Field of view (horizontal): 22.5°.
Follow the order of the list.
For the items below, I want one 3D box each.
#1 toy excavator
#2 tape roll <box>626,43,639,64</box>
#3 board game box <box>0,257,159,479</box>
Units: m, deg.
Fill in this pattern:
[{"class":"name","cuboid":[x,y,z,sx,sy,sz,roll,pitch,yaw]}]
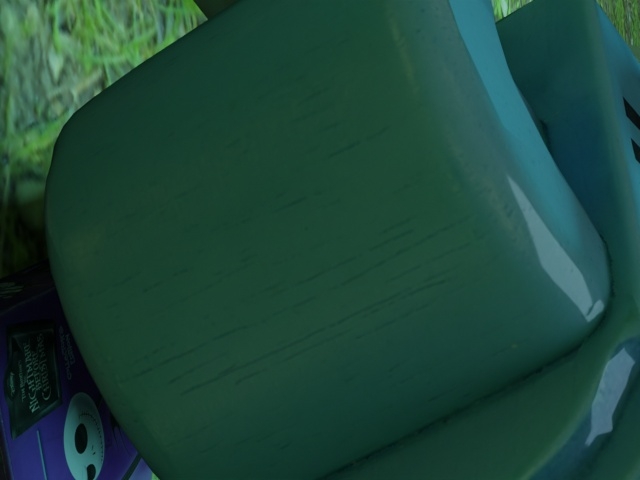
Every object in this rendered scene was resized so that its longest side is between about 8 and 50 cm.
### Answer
[{"class":"toy excavator","cuboid":[-0.006,-0.069,0.575,0.445,0.222,0.433,50,24,-28]},{"class":"tape roll","cuboid":[0.153,0.014,1.056,0.100,0.286,0.286,44,43,-64]},{"class":"board game box","cuboid":[-0.079,0.178,0.675,0.208,0.056,0.347,-30,113,-66]}]
